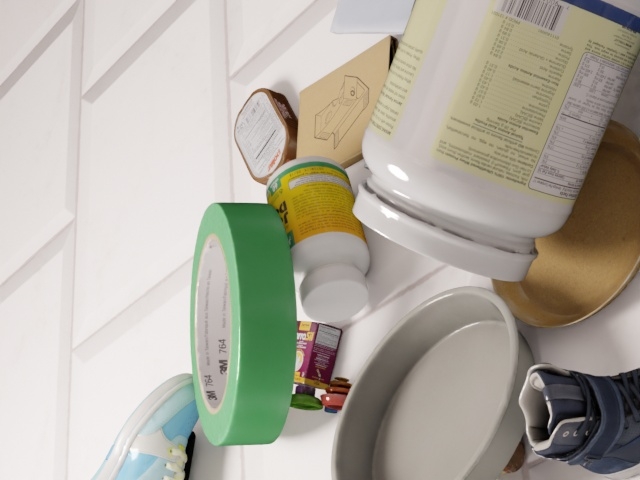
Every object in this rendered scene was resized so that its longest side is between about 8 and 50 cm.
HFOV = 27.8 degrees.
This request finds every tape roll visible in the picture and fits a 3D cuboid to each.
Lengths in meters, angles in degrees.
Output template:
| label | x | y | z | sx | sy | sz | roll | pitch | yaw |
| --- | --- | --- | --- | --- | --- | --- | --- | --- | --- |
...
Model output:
| label | x | y | z | sx | sy | sz | roll | pitch | yaw |
| --- | --- | --- | --- | --- | --- | --- | --- | --- | --- |
| tape roll | -0.108 | 0.109 | 1.711 | 0.321 | 0.077 | 0.321 | -179 | 90 | -74 |

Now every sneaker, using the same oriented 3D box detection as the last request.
| label | x | y | z | sx | sy | sz | roll | pitch | yaw |
| --- | --- | --- | --- | --- | --- | --- | --- | --- | --- |
| sneaker | -0.207 | 0.359 | 1.805 | 0.208 | 0.127 | 0.319 | 29 | 82 | 24 |
| sneaker | 0.288 | 0.140 | 1.184 | 0.226 | 0.163 | 0.086 | -43 | 41 | 31 |

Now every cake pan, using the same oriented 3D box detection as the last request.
| label | x | y | z | sx | sy | sz | roll | pitch | yaw |
| --- | --- | --- | --- | --- | --- | --- | --- | --- | --- |
| cake pan | 0.125 | 0.190 | 1.423 | 0.293 | 0.054 | 0.293 | -41 | 29 | 29 |

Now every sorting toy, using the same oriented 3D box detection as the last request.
| label | x | y | z | sx | sy | sz | roll | pitch | yaw |
| --- | --- | --- | --- | --- | --- | --- | --- | --- | --- |
| sorting toy | 0.005 | 0.192 | 1.639 | 0.102 | 0.061 | 0.042 | -3 | 69 | 29 |

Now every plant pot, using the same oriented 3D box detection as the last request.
| label | x | y | z | sx | sy | sz | roll | pitch | yaw |
| --- | --- | --- | --- | --- | --- | --- | --- | --- | --- |
| plant pot | 0.275 | -0.017 | 1.395 | 0.236 | 0.032 | 0.236 | -28 | 52 | 45 |

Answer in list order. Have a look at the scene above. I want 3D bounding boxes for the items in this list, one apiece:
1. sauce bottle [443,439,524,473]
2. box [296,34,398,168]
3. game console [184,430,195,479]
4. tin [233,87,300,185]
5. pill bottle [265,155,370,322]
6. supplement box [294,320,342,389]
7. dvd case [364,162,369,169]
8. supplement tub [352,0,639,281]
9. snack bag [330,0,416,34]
| label | x | y | z | sx | sy | sz | roll | pitch | yaw |
| --- | --- | --- | --- | --- | --- | --- | --- | --- | --- |
| sauce bottle | 0.164 | 0.237 | 1.410 | 0.128 | 0.042 | 0.042 | -15 | 61 | 48 |
| box | 0.036 | -0.177 | 1.817 | 0.201 | 0.021 | 0.164 | -27 | 53 | 46 |
| game console | -0.230 | 0.345 | 1.929 | 0.107 | 0.071 | 0.122 | 1 | 72 | 23 |
| tin | -0.080 | -0.156 | 1.954 | 0.106 | 0.040 | 0.190 | -57 | 36 | 25 |
| pill bottle | 0.000 | 0.000 | 1.690 | 0.117 | 0.117 | 0.208 | -44 | 42 | 32 |
| supplement box | -0.011 | 0.150 | 1.696 | 0.055 | 0.043 | 0.083 | -2 | 71 | 55 |
| dvd case | 0.114 | -0.130 | 1.671 | 0.119 | 0.013 | 0.087 | 8 | 80 | 41 |
| supplement tub | 0.182 | -0.145 | 1.338 | 0.235 | 0.235 | 0.325 | 38 | 111 | 54 |
| snack bag | 0.170 | -0.424 | 1.739 | 0.342 | 0.037 | 0.323 | 13 | 83 | 51 |
